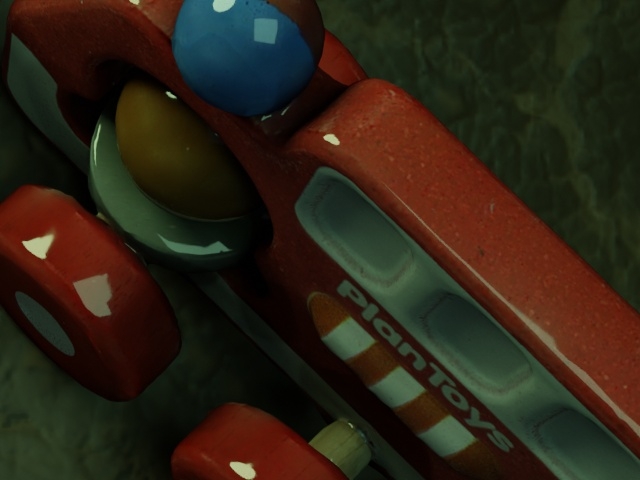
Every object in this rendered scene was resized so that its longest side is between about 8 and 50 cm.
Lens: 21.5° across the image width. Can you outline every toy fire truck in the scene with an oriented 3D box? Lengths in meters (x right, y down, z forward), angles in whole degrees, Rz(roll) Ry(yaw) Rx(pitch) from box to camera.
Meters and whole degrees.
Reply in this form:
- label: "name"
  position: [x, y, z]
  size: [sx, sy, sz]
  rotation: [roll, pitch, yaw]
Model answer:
- label: "toy fire truck"
  position: [0.000, 0.000, 0.649]
  size: [0.302, 0.254, 0.169]
  rotation: [46, 67, 3]
